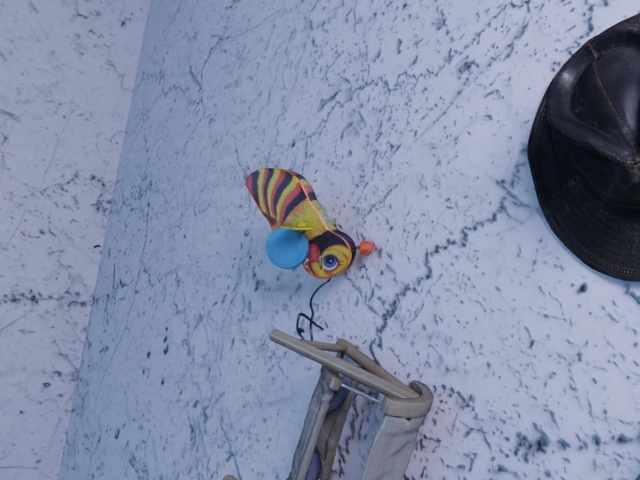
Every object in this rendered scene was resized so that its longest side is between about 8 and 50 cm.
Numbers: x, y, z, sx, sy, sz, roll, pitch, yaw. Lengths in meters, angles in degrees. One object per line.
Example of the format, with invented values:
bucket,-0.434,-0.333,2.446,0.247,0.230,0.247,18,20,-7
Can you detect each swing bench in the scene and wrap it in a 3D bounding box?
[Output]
swing bench,0.024,0.293,0.800,0.255,0.165,0.253,22,93,46

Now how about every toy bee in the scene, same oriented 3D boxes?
toy bee,0.000,0.000,0.960,0.162,0.298,0.195,-21,20,14

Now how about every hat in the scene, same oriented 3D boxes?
hat,0.334,-0.129,0.597,0.331,0.134,0.331,-21,61,44

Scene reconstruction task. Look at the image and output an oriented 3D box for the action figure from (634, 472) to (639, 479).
action figure,0.370,0.163,0.502,0.137,0.063,0.232,19,95,41
